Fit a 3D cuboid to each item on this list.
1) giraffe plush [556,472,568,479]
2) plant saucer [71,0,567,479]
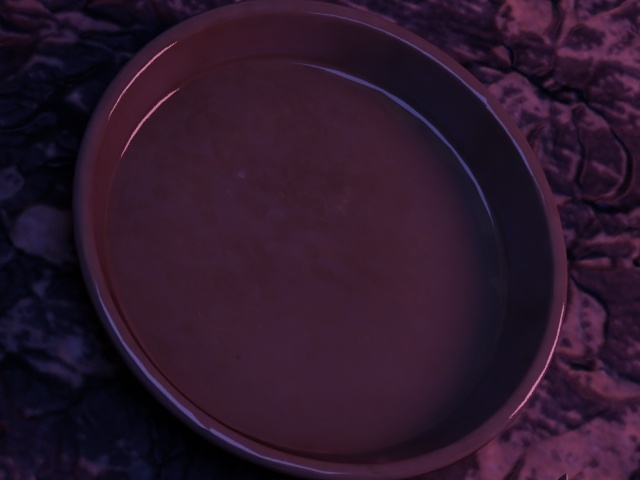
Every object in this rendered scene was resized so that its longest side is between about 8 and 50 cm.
[{"bbox_3d":[0.031,0.183,0.896,0.170,0.181,0.210,12,42,-8],"label":"giraffe plush"},{"bbox_3d":[0.000,0.000,1.041,0.278,0.041,0.278,8,65,-18],"label":"plant saucer"}]
